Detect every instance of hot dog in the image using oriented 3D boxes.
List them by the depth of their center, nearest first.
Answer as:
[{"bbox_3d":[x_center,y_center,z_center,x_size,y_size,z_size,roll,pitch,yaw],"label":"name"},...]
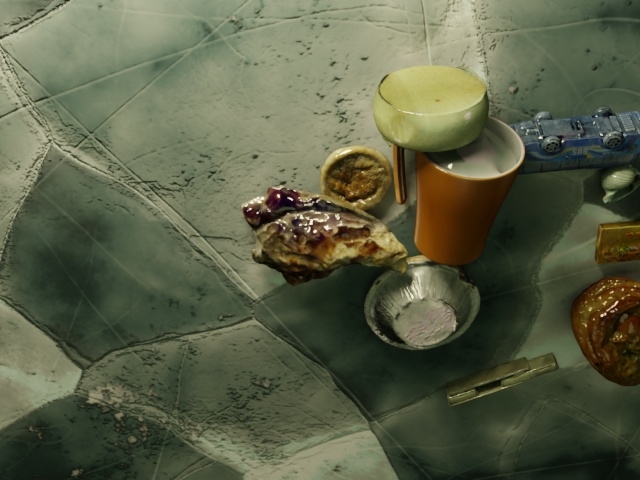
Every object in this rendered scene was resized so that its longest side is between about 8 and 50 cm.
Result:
[{"bbox_3d":[0.637,0.198,1.717,0.196,0.122,0.272,-38,116,13],"label":"hot dog"}]

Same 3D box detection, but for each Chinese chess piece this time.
[{"bbox_3d":[0.179,-0.216,1.373,0.189,0.188,0.083,-3,126,0],"label":"Chinese chess piece"}]

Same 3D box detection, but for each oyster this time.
[{"bbox_3d":[-0.002,0.007,1.574,0.271,0.100,0.275,-22,128,30],"label":"oyster"}]

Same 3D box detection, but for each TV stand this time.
[{"bbox_3d":[0.390,0.298,1.822,0.249,0.036,0.042,-21,121,11],"label":"TV stand"}]

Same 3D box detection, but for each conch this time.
[{"bbox_3d":[0.546,-0.112,1.542,0.076,0.056,0.085,1,147,-27],"label":"conch"}]

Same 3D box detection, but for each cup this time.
[{"bbox_3d":[0.225,-0.097,1.479,0.226,0.182,0.263,28,139,22],"label":"cup"}]

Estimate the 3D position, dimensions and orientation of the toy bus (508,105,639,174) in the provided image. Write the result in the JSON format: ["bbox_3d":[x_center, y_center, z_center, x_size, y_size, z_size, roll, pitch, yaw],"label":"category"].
[{"bbox_3d":[0.447,-0.174,1.488,0.237,0.079,0.094,-5,140,1],"label":"toy bus"}]

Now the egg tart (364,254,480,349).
[{"bbox_3d":[0.204,0.139,1.674,0.234,0.094,0.234,0,126,0],"label":"egg tart"}]

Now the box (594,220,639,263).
[{"bbox_3d":[0.618,0.001,1.639,0.156,0.022,0.089,-4,124,0],"label":"box"}]

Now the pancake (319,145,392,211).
[{"bbox_3d":[0.063,-0.112,1.539,0.140,0.022,0.139,-1,123,-1],"label":"pancake"}]
